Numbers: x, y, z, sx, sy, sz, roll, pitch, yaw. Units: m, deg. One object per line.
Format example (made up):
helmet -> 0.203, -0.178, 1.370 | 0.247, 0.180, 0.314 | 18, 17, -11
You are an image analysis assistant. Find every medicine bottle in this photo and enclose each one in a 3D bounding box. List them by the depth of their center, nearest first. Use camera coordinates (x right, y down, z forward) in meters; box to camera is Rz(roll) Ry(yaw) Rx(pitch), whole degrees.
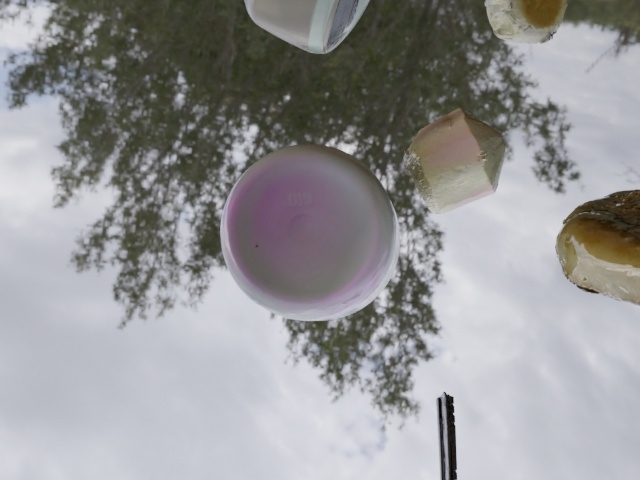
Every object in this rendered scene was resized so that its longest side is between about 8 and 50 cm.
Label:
medicine bottle -> 0.000, 0.000, 1.214 | 0.256, 0.256, 0.325 | 18, 176, 11

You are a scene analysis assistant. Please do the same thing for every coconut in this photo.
coconut -> 0.219, -0.126, 1.215 | 0.152, 0.147, 0.147 | -25, -165, 16

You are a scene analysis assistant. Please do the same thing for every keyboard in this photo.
keyboard -> 0.173, 0.321, 1.023 | 0.023, 0.231, 0.072 | 0, 161, 1

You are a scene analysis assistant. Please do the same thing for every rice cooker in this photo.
rice cooker -> -0.001, -0.275, 0.742 | 0.127, 0.145, 0.206 | 16, -130, -5

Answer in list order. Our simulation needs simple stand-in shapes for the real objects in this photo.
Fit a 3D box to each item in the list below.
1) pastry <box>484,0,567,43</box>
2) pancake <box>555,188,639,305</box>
pastry -> 0.375, -0.436, 1.389 | 0.165, 0.166, 0.088 | 0, -169, -32
pancake -> 0.427, -0.002, 0.754 | 0.386, 0.082, 0.387 | 0, -165, 0
